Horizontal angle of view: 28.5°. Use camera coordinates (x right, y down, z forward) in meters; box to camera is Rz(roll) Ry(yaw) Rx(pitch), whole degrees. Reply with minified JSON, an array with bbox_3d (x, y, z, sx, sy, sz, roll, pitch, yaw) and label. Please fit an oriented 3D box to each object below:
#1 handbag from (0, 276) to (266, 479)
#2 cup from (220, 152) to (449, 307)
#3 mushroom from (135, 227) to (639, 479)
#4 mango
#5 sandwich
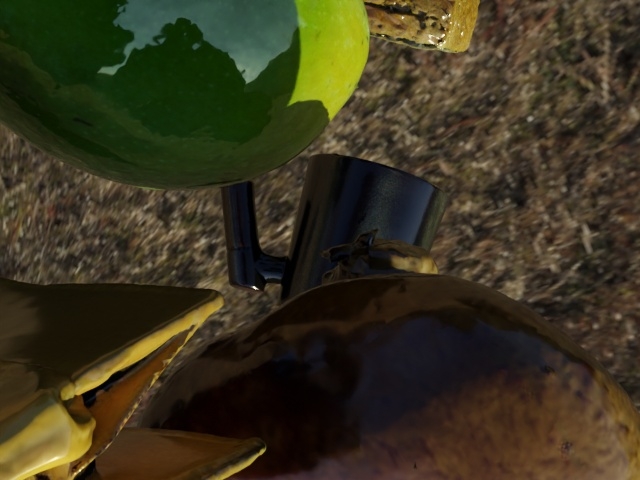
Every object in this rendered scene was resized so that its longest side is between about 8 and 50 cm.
[{"bbox_3d":[-0.237,0.126,0.445,0.401,0.283,0.133,-30,111,-48],"label":"handbag"},{"bbox_3d":[0.010,0.005,1.437,0.239,0.166,0.176,13,82,26],"label":"cup"},{"bbox_3d":[0.048,0.126,0.628,0.254,0.267,0.267,-34,90,-35],"label":"mushroom"},{"bbox_3d":[-0.137,-0.164,0.719,0.382,0.225,0.201,31,41,-36],"label":"mango"},{"bbox_3d":[0.044,-0.280,1.438,0.249,0.273,0.095,13,99,11],"label":"sandwich"}]
